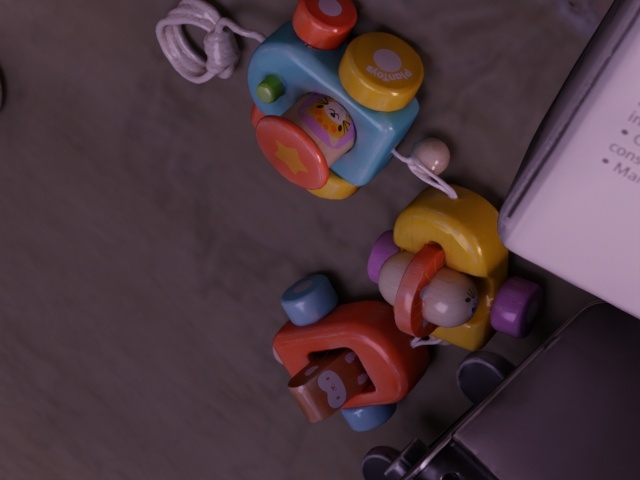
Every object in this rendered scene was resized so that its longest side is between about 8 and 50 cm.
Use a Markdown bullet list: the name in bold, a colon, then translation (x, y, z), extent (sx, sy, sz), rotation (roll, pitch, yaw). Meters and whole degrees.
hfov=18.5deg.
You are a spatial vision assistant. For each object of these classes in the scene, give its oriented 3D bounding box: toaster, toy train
- **toaster**: translation (0.086, 0.130, 0.627), extent (0.186, 0.110, 0.168), rotation (42, 141, 3)
- **toy train**: translation (0.000, 0.000, 0.638), extent (0.125, 0.046, 0.166), rotation (-4, 121, 42)

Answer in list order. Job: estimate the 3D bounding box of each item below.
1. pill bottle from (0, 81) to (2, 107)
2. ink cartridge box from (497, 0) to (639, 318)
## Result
- **pill bottle**: translation (-0.156, -0.041, 0.704), extent (0.043, 0.083, 0.043), rotation (23, 136, 24)
- **ink cartridge box**: translation (0.216, -0.022, 0.374), extent (0.296, 0.066, 0.261), rotation (28, 140, 0)
